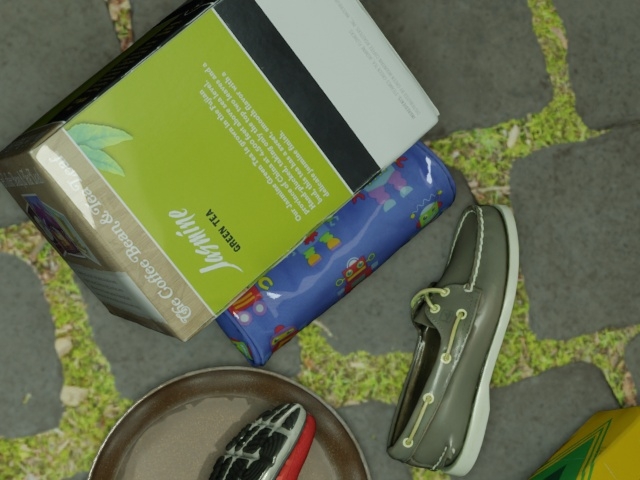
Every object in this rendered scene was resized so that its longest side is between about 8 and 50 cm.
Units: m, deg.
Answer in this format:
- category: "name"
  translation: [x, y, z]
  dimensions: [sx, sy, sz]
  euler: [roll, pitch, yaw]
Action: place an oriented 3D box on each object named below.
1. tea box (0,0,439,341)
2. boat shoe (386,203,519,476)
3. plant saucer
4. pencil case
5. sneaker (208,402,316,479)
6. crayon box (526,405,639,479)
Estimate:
- category: "tea box"
  translation: [-0.120, -0.096, 1.297]
  dimensions: [0.323, 0.329, 0.220]
  euler: [-41, 104, -14]
- category: "boat shoe"
  translation: [0.144, 0.101, 1.456]
  dimensions: [0.091, 0.109, 0.305]
  euler: [13, 84, -14]
- category: "plant saucer"
  translation: [-0.097, 0.290, 1.415]
  dimensions: [0.310, 0.050, 0.311]
  euler: [1, 82, -10]
- category: "pencil case"
  translation: [0.000, 0.000, 1.436]
  dimensions: [0.306, 0.119, 0.133]
  euler: [-39, 61, -13]
- category: "sneaker"
  translation: [-0.061, 0.303, 1.362]
  dimensions: [0.118, 0.107, 0.279]
  euler: [26, 81, -26]
- category: "crayon box"
  translation: [0.325, 0.410, 1.401]
  dimensions: [0.313, 0.106, 0.363]
  euler: [-36, 97, -29]
